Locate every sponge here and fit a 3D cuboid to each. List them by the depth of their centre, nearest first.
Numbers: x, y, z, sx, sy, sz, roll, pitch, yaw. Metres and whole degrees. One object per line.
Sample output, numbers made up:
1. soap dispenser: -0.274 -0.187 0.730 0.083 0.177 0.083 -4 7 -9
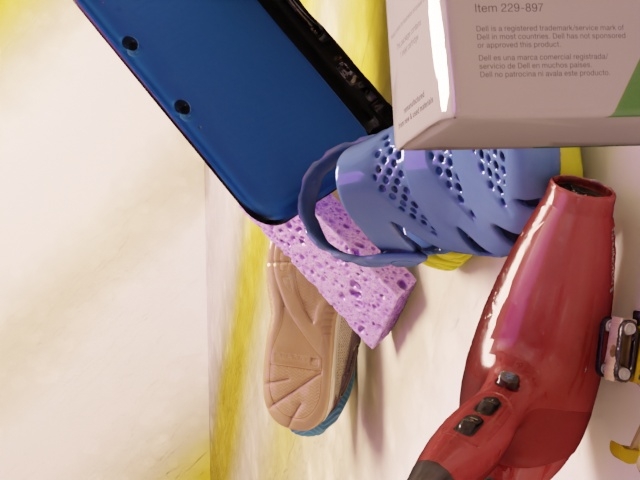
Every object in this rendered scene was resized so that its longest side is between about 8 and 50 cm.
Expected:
1. sponge: 0.000 0.000 1.017 0.210 0.031 0.117 45 153 15

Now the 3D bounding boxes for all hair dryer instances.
1. hair dryer: 0.103 0.101 0.560 0.224 0.080 0.294 70 -140 -69

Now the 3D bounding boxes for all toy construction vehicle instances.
1. toy construction vehicle: 0.176 0.071 0.533 0.086 0.035 0.098 180 97 -76

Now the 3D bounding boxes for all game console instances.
1. game console: -0.078 -0.145 0.944 0.293 0.173 0.250 51 170 5

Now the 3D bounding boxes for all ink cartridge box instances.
1. ink cartridge box: 0.111 -0.154 0.496 0.093 0.154 0.213 156 110 -77

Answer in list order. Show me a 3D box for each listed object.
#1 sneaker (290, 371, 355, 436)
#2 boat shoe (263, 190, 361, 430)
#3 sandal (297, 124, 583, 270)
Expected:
1. sneaker: -0.006 0.111 1.215 0.092 0.087 0.229 145 128 -83
2. boat shoe: 0.002 0.058 1.123 0.092 0.102 0.285 -1 -83 -70
3. sandal: 0.073 -0.038 0.724 0.317 0.138 0.126 136 133 -70
